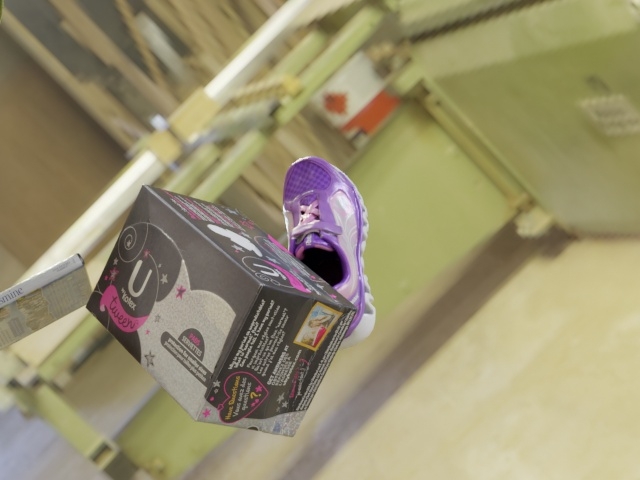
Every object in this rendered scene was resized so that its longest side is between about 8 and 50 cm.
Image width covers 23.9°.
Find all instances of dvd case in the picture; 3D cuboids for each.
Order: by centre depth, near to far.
[{"bbox_3d":[-0.420,0.107,1.999,0.253,0.022,0.180,-29,-13,-12],"label":"dvd case"}]

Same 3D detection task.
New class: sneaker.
[{"bbox_3d":[0.000,0.000,1.687,0.095,0.104,0.236,-18,60,14],"label":"sneaker"}]

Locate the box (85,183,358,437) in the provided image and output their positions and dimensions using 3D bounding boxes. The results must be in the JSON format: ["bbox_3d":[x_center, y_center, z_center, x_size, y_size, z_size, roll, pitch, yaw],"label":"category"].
[{"bbox_3d":[-0.110,0.071,1.576,0.247,0.142,0.163,39,106,47],"label":"box"}]

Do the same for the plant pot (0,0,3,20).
[{"bbox_3d":[-0.476,-0.294,1.639,0.293,0.274,0.275,32,73,39],"label":"plant pot"}]
